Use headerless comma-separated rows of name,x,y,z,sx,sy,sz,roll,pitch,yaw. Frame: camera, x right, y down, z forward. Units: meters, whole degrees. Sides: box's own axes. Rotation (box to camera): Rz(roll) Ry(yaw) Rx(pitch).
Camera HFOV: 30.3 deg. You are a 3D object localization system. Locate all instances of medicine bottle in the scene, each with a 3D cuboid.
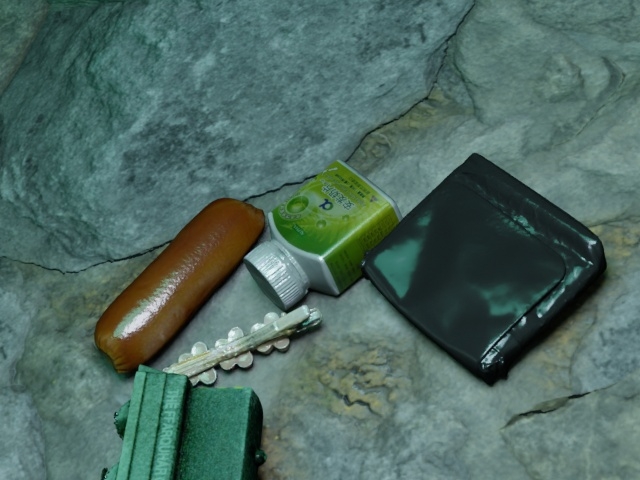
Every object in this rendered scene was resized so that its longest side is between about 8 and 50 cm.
medicine bottle,0.000,0.000,1.526,0.188,0.088,0.132,-39,50,-13

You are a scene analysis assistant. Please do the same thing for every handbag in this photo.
handbag,0.198,0.033,1.438,0.223,0.080,0.247,-44,53,-7

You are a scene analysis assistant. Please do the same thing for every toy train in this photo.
toy train,-0.149,0.293,1.324,0.178,0.138,0.330,-2,49,8

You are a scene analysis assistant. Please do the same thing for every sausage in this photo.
sausage,-0.183,0.050,1.559,0.089,0.083,0.300,15,58,44

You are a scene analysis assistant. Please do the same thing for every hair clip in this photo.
hair clip,-0.097,0.132,1.485,0.214,0.056,0.062,-26,64,10
